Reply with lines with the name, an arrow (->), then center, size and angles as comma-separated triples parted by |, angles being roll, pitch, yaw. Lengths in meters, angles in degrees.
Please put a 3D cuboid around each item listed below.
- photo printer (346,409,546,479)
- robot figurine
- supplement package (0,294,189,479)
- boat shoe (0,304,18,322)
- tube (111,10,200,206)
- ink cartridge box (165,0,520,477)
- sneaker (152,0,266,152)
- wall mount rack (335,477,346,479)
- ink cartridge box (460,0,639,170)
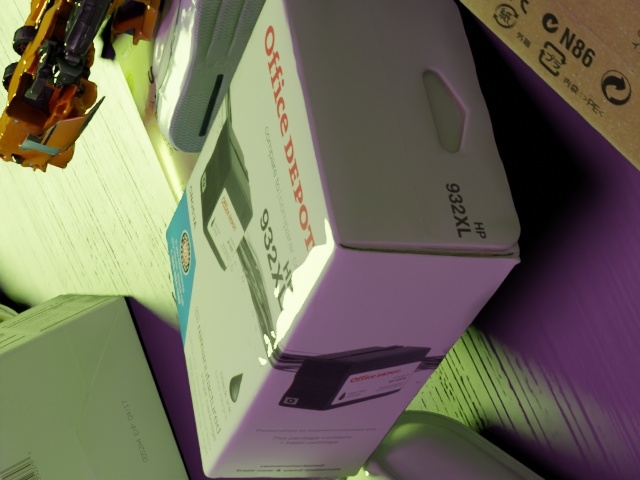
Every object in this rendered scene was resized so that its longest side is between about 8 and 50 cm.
photo printer -> 0.133, 0.287, 1.172 | 0.307, 0.107, 0.256 | 33, 135, 37
robot figurine -> -0.194, -0.184, 1.273 | 0.291, 0.085, 0.211 | 137, 145, -55
supplement package -> -0.274, 0.213, 1.577 | 0.145, 0.204, 0.262 | -2, 110, 54
boat shoe -> -0.377, 0.106, 1.748 | 0.277, 0.098, 0.096 | 41, 140, 16
tube -> -0.117, -0.087, 1.310 | 0.070, 0.062, 0.240 | -27, 78, 14
ink cartridge box -> 0.000, 0.000, 1.077 | 0.307, 0.129, 0.223 | 120, 146, -50
sneaker -> -0.079, -0.182, 1.170 | 0.258, 0.094, 0.091 | -60, 44, 42
wall mount rack -> -0.056, 0.383, 1.333 | 0.130, 0.350, 0.304 | -136, 41, -61
ink cartridge box -> 0.206, -0.108, 0.745 | 0.235, 0.193, 0.088 | 47, 140, 23
